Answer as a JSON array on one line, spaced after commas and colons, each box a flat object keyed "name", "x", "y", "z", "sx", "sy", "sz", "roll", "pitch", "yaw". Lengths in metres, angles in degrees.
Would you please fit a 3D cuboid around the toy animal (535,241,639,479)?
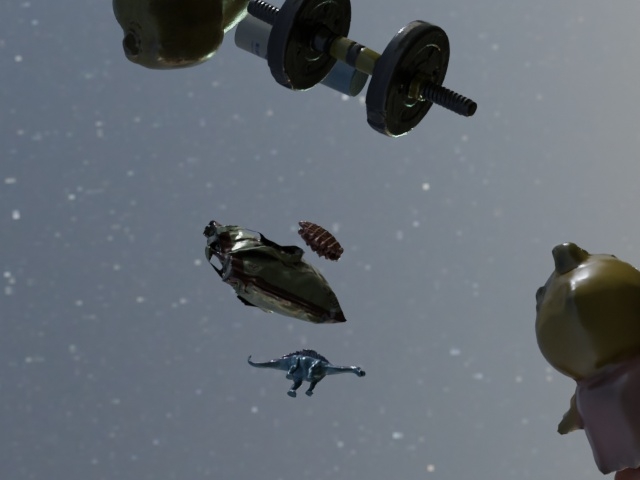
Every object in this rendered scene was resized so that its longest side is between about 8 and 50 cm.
[{"name": "toy animal", "x": 0.325, "y": 0.132, "z": 1.517, "sx": 0.169, "sy": 0.195, "sz": 0.281, "roll": -8, "pitch": -106, "yaw": -66}]

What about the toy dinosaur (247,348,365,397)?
[{"name": "toy dinosaur", "x": -0.027, "y": 0.200, "z": 2.116, "sx": 0.080, "sy": 0.197, "sz": 0.045, "roll": -55, "pitch": -36, "yaw": -53}]

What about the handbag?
[{"name": "handbag", "x": -0.079, "y": 0.060, "z": 2.377, "sx": 0.235, "sy": 0.127, "sz": 0.213, "roll": 30, "pitch": -170, "yaw": -26}]

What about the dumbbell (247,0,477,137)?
[{"name": "dumbbell", "x": 0.045, "y": -0.220, "z": 1.643, "sx": 0.143, "sy": 0.325, "sz": 0.143, "roll": -45, "pitch": -29, "yaw": -34}]

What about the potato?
[{"name": "potato", "x": -0.177, "y": -0.385, "z": 1.928, "sx": 0.351, "sy": 0.202, "sz": 0.218, "roll": -61, "pitch": -33, "yaw": -29}]

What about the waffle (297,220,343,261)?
[{"name": "waffle", "x": 0.000, "y": 0.000, "z": 2.129, "sx": 0.075, "sy": 0.029, "sz": 0.083, "roll": 23, "pitch": -160, "yaw": -47}]

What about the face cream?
[{"name": "face cream", "x": -0.034, "y": -0.340, "z": 2.501, "sx": 0.077, "sy": 0.250, "sz": 0.077, "roll": -50, "pitch": -25, "yaw": -34}]
